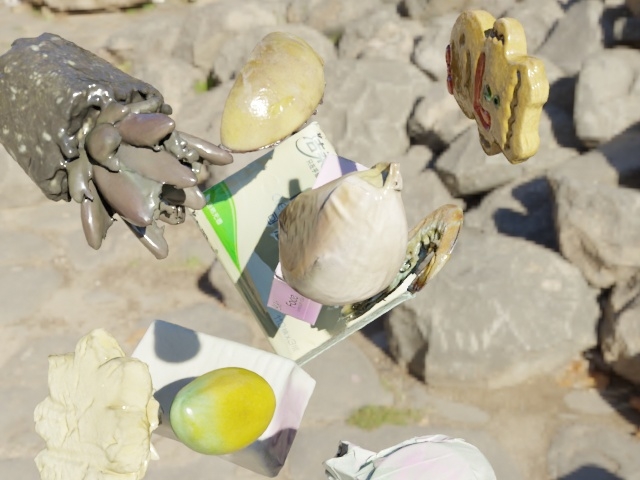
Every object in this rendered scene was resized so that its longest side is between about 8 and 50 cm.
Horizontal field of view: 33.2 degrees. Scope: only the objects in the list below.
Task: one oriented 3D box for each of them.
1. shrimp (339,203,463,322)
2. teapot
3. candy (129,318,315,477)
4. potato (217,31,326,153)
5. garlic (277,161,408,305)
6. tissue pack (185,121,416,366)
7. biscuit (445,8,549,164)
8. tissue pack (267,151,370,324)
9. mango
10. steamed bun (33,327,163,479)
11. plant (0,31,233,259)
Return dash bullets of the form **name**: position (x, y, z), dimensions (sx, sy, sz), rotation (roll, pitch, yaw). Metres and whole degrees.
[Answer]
- **shrimp**: position (0.137, 0.058, 1.794), dimensions (0.058, 0.296, 0.169), rotation (36, 20, -16)
- **teapot**: position (0.109, 0.333, 1.226), dimensions (0.222, 0.178, 0.163), rotation (-5, 40, 24)
- **candy**: position (-0.207, 0.290, 2.028), dimensions (0.359, 0.145, 0.208), rotation (15, 69, 27)
- **potato**: position (-0.065, -0.256, 1.733), dimensions (0.120, 0.100, 0.261), rotation (16, 54, 24)
- **garlic**: position (0.018, 0.002, 0.897), dimensions (0.087, 0.101, 0.195), rotation (-9, -8, -21)
- **tissue pack**: position (-0.037, 0.017, 2.206), dimensions (0.332, 0.405, 0.205), rotation (-32, -9, -2)
- **biscuit**: position (0.189, -0.182, 1.215), dimensions (0.036, 0.166, 0.225), rotation (-9, 38, -14)
- **tissue pack**: position (0.000, 0.000, 1.781), dimensions (0.092, 0.148, 0.246), rotation (22, 64, 3)
- **mango**: position (-0.145, 0.249, 1.574), dimensions (0.092, 0.130, 0.195), rotation (6, -5, 35)
- **steamed bun**: position (-0.342, 0.290, 1.727), dimensions (0.137, 0.292, 0.295), rotation (11, 29, -40)
- **plant**: position (-0.265, -0.127, 1.336), dimensions (0.321, 0.194, 0.182), rotation (36, 28, 18)
